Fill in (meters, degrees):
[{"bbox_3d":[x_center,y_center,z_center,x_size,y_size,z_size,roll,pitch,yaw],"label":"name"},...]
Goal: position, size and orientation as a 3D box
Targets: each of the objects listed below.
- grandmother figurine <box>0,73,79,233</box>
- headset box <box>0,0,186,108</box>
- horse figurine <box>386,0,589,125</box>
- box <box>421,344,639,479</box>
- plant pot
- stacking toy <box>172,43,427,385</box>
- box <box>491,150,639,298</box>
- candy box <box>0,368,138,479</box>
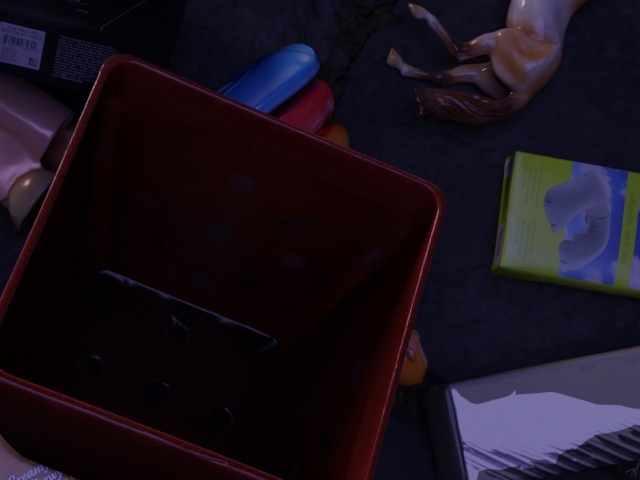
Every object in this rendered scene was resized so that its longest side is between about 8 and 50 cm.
[{"bbox_3d":[-0.346,-0.159,1.312,0.342,0.104,0.208,36,42,-4],"label":"grandmother figurine"},{"bbox_3d":[-0.211,-0.226,1.277,0.218,0.293,0.110,13,114,-5],"label":"headset box"},{"bbox_3d":[0.168,-0.203,1.425,0.174,0.066,0.263,23,76,2],"label":"horse figurine"},{"bbox_3d":[0.233,0.144,1.358,0.275,0.113,0.094,-10,84,-8],"label":"box"},{"bbox_3d":[-0.096,0.073,1.175,0.267,0.236,0.267,22,58,-8],"label":"plant pot"},{"bbox_3d":[0.000,0.000,1.337,0.166,0.175,0.302,-39,100,-14],"label":"stacking toy"},{"bbox_3d":[0.247,-0.009,1.417,0.178,0.042,0.109,9,80,-6],"label":"box"},{"bbox_3d":[-0.191,0.282,1.282,0.183,0.087,0.316,-19,85,-13],"label":"candy box"}]
